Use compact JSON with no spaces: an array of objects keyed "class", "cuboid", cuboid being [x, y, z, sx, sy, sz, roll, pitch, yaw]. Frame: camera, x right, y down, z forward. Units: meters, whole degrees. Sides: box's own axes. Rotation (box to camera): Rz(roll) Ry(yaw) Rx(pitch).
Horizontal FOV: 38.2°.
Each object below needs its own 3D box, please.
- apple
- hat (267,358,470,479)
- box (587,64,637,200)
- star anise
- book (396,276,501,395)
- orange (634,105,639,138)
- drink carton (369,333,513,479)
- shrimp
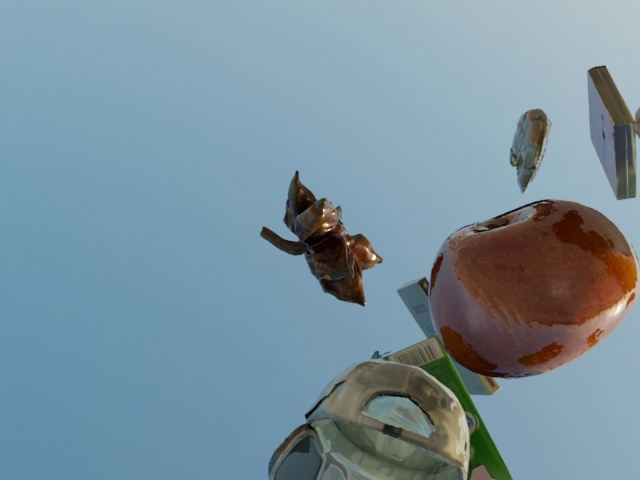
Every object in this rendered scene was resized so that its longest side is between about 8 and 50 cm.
[{"class":"apple","cuboid":[0.234,0.047,1.042,0.234,0.173,0.210,-31,-172,-11]},{"class":"hat","cuboid":[0.073,0.271,1.130,0.232,0.275,0.161,24,-152,18]},{"class":"box","cuboid":[0.306,-0.115,0.972,0.023,0.090,0.133,-10,-145,9]},{"class":"star anise","cuboid":[0.006,0.001,1.286,0.196,0.111,0.212,40,180,-16]},{"class":"book","cuboid":[0.222,0.171,1.632,0.026,0.161,0.231,-33,-92,-11]},{"class":"orange","cuboid":[0.525,-0.182,1.431,0.070,0.083,0.083,-8,-149,-8]},{"class":"drink carton","cuboid":[0.169,0.293,1.396,0.108,0.161,0.271,-17,-116,-18]},{"class":"shrimp","cuboid":[0.253,-0.103,1.120,0.041,0.099,0.180,4,177,5]}]
